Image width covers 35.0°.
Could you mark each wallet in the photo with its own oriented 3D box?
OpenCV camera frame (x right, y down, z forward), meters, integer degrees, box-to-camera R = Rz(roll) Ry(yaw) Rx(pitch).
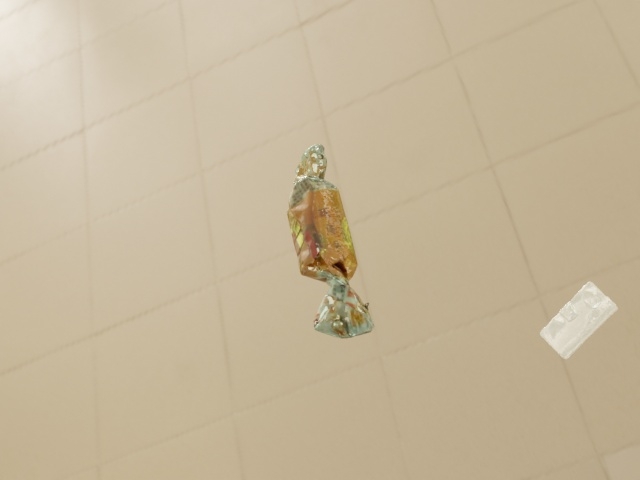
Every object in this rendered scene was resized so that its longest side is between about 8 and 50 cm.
[{"bbox_3d":[0.282,0.087,1.109,0.044,0.011,0.083,47,109,22],"label":"wallet"}]

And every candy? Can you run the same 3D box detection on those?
[{"bbox_3d":[0.000,0.000,0.840,0.053,0.046,0.182,-48,48,44],"label":"candy"}]
